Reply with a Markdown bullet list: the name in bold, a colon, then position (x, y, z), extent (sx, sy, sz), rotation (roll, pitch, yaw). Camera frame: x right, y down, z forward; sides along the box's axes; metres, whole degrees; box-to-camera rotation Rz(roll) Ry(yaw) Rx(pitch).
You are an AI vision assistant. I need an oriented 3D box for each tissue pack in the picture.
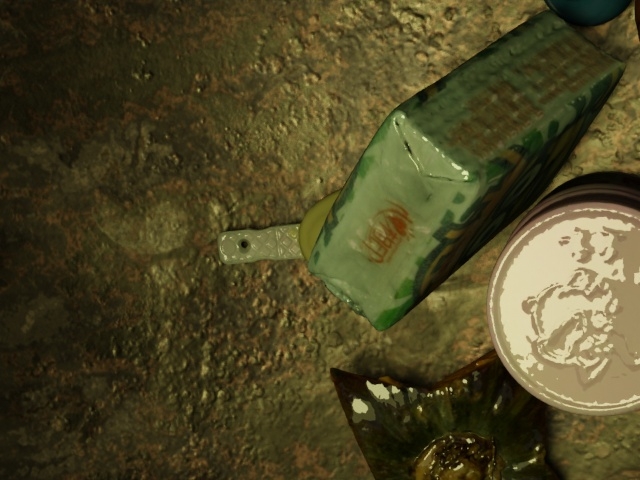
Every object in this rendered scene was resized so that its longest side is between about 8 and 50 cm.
- **tissue pack**: position (0.145, -0.075, 1.236), extent (0.128, 0.311, 0.228), rotation (40, 135, 12)

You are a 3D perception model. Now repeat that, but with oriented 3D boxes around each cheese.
- **cheese**: position (0.000, 0.000, 1.456), extent (0.255, 0.050, 0.127), rotation (-7, 97, 18)

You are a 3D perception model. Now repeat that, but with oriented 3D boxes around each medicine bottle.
- **medicine bottle**: position (0.281, 0.040, 1.244), extent (0.202, 0.316, 0.202), rotation (2, 97, 15)

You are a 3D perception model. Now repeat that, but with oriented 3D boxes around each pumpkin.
- **pumpkin**: position (0.147, 0.259, 1.427), extent (0.258, 0.095, 0.290), rotation (-9, 104, 5)

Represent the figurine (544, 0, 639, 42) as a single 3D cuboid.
- **figurine**: position (0.409, -0.205, 1.230), extent (0.416, 0.298, 0.243), rotation (41, 140, 9)
